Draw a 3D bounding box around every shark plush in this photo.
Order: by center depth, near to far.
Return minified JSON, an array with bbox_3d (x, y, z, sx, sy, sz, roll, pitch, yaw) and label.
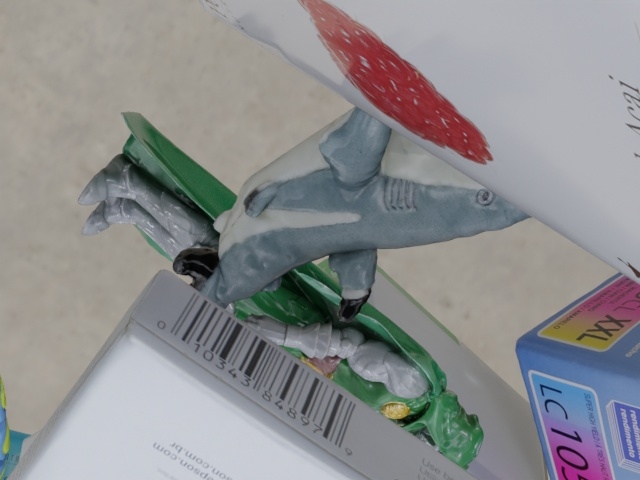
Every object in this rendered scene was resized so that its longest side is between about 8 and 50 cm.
[{"bbox_3d":[0.000,0.000,0.649,0.161,0.073,0.067,-33,93,11],"label":"shark plush"}]

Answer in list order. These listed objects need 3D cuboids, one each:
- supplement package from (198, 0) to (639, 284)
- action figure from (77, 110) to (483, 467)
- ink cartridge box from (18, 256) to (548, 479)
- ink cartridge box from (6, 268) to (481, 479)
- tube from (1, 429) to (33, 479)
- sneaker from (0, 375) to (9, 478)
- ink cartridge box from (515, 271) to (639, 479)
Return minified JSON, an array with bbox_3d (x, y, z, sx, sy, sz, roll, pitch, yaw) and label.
[{"bbox_3d":[0.079,-0.118,0.504,0.293,0.175,0.177,35,168,37],"label":"supplement package"},{"bbox_3d":[-0.016,0.038,0.898,0.232,0.063,0.137,35,165,7],"label":"action figure"},{"bbox_3d":[-0.029,0.161,1.155,0.289,0.121,0.211,-30,127,25],"label":"ink cartridge box"},{"bbox_3d":[-0.019,0.153,0.597,0.223,0.045,0.224,34,118,-5],"label":"ink cartridge box"},{"bbox_3d":[-0.236,0.219,1.241,0.080,0.207,0.052,20,140,-17],"label":"tube"},{"bbox_3d":[-0.125,0.003,0.424,0.067,0.078,0.188,38,143,44],"label":"sneaker"},{"bbox_3d":[0.322,0.172,1.011,0.395,0.151,0.270,12,127,49],"label":"ink cartridge box"}]
